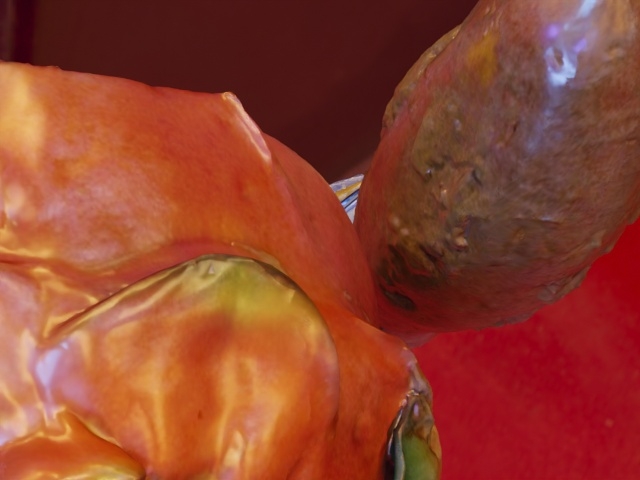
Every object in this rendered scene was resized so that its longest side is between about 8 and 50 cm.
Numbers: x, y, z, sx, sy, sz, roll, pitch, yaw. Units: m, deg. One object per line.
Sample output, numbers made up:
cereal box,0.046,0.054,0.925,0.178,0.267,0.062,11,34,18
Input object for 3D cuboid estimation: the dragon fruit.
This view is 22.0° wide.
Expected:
dragon fruit,-0.092,0.084,0.603,0.291,0.290,0.189,-6,57,-17

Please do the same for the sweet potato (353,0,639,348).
sweet potato,0.061,-0.006,0.724,0.109,0.385,0.109,6,65,-13

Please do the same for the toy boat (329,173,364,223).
toy boat,0.000,0.000,1.229,0.220,0.291,0.067,-33,93,-15
